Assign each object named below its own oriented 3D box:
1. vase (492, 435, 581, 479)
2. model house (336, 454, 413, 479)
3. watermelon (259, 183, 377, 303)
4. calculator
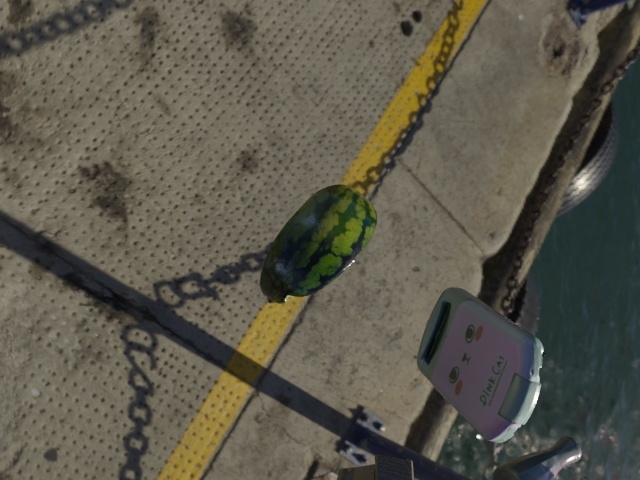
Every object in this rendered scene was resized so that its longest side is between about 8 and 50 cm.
[{"bbox_3d":[0.461,0.474,1.221,0.214,0.086,0.086,-12,98,-34],"label":"vase"},{"bbox_3d":[0.114,0.559,1.260,0.122,0.188,0.229,59,26,-18],"label":"model house"},{"bbox_3d":[0.018,0.010,1.133,0.303,0.128,0.159,-47,154,-14],"label":"watermelon"},{"bbox_3d":[0.201,0.154,0.769,0.045,0.246,0.141,15,101,-21],"label":"calculator"}]
